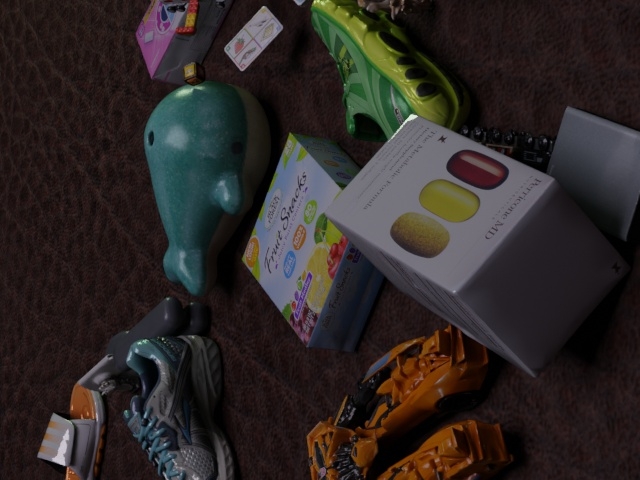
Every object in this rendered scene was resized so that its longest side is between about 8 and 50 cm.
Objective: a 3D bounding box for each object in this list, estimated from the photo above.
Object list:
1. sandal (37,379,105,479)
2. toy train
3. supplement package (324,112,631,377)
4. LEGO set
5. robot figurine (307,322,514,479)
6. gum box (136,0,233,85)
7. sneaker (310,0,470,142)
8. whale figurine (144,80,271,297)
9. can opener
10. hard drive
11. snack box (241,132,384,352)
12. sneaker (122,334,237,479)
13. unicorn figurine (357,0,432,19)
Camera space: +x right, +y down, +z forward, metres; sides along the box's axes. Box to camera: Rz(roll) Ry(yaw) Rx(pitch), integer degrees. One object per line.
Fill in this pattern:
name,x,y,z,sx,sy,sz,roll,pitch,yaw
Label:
sandal,-0.371,0.332,2.322,0.102,0.076,0.265,-12,71,57
toy train,0.183,-0.091,1.568,0.158,0.027,0.036,16,106,59
supplement package,0.139,-0.002,1.465,0.139,0.134,0.244,-49,32,-6
LEGO set,-0.109,-0.312,1.976,0.244,0.060,0.182,-46,55,11
robot figurine,0.076,0.204,1.601,0.291,0.085,0.211,-42,46,46
gum box,-0.184,-0.322,2.214,0.188,0.062,0.107,-58,37,33
sneaker,0.052,-0.175,1.729,0.123,0.109,0.295,-63,34,23
whale figurine,-0.164,-0.070,2.029,0.216,0.141,0.272,28,106,58
can opener,-0.247,0.140,2.172,0.280,0.074,0.093,-37,50,49
hard drive,0.255,-0.061,1.440,0.135,0.022,0.094,32,109,58
snack box,0.000,0.000,1.804,0.207,0.070,0.174,50,124,55
sneaker,-0.188,0.247,1.995,0.110,0.122,0.283,-48,43,43
unicorn figurine,0.074,-0.310,1.756,0.060,0.111,0.161,-38,68,57
